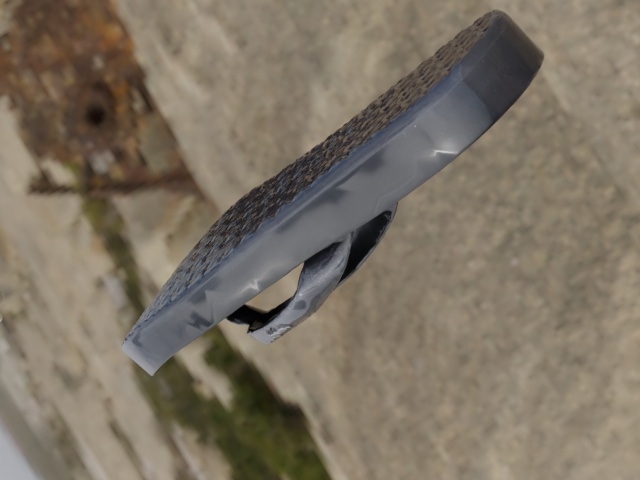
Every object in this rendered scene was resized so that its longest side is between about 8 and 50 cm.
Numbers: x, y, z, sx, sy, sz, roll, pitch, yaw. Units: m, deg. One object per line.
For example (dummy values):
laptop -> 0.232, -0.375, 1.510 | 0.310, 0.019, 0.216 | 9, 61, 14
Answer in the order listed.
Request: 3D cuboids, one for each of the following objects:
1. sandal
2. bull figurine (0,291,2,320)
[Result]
sandal -> 0.000, 0.000, 0.721 | 0.054, 0.097, 0.254 | 46, 135, -10
bull figurine -> -0.318, -0.018, 0.952 | 0.188, 0.101, 0.310 | -2, 140, 50
